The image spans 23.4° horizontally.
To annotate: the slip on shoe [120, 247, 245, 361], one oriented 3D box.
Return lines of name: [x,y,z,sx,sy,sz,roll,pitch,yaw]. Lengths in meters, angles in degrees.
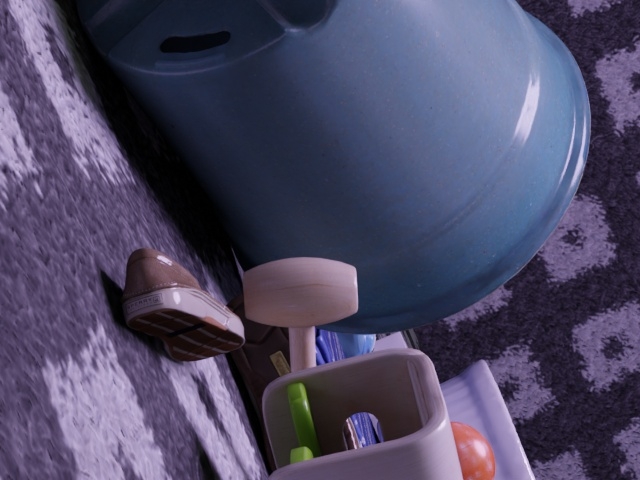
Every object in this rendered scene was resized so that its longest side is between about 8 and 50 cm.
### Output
slip on shoe: [-0.084,0.041,0.933,0.135,0.051,0.041,37,37,-65]

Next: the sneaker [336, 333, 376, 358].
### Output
sneaker: [0.005,0.068,1.734,0.162,0.063,0.073,64,24,-2]

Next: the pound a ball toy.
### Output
pound a ball toy: [0.050,0.179,0.974,0.208,0.135,0.319,-98,175,-69]

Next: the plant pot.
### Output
plant pot: [-0.002,-0.147,1.215,0.334,0.341,0.341,46,20,-52]

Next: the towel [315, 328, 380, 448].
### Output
towel: [0.035,0.205,1.542,0.243,0.040,0.336,-100,168,-74]

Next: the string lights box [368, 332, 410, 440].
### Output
string lights box: [0.115,0.230,1.936,0.260,0.076,0.133,58,12,-60]

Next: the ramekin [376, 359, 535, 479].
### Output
ramekin: [0.161,0.278,1.633,0.277,0.135,0.277,-20,90,-87]

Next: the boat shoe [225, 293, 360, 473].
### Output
boat shoe: [-0.017,0.130,1.160,0.072,0.068,0.190,89,-20,-73]
